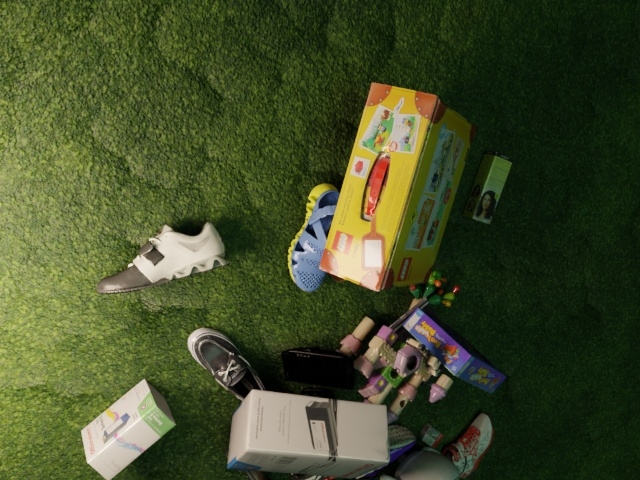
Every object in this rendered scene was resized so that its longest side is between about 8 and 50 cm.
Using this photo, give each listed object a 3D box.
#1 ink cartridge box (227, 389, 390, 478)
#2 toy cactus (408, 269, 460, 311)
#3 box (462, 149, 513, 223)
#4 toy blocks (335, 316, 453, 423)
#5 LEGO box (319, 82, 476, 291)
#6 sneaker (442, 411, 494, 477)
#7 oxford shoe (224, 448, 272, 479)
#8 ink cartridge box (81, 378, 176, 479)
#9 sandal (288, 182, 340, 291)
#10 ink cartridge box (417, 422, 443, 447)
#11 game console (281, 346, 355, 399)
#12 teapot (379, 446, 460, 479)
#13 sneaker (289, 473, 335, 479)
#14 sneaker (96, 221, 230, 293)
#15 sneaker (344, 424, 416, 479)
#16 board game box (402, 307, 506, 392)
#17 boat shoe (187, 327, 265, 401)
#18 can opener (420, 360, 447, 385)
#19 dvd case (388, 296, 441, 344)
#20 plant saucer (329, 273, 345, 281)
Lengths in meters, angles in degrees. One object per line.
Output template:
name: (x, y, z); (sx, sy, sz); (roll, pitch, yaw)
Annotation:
ink cartridge box: (-0.039, 0.558, 1.630); (0.395, 0.285, 0.166); (11, 57, -15)
toy cactus: (0.357, 0.184, 1.907); (0.219, 0.112, 0.180); (22, 104, -39)
box: (0.558, -0.177, 1.922); (0.087, 0.058, 0.232); (13, 97, -30)
toy blocks: (0.204, 0.439, 1.769); (0.260, 0.309, 0.288); (-50, 120, -14)
LEGO box: (0.226, -0.131, 1.594); (0.372, 0.193, 0.499); (3, 105, -61)
sneaker: (0.553, 0.775, 2.176); (0.145, 0.090, 0.270); (15, 100, -32)
oxford shoe: (-0.192, 0.697, 1.772); (0.096, 0.083, 0.227); (-41, 120, -17)
ink cartridge box: (-0.504, 0.491, 1.506); (0.212, 0.154, 0.093); (-40, 119, -11)
sandal: (0.000, 0.000, 1.639); (0.126, 0.138, 0.317); (7, 103, -31)
ink cartridge box: (0.416, 0.728, 2.126); (0.115, 0.029, 0.063); (42, 83, -30)
game console: (0.004, 0.469, 1.766); (0.213, 0.044, 0.361); (4, 123, 16)
teapot: (0.347, 0.819, 1.995); (0.252, 0.187, 0.256); (-40, 148, -14)
sneaker: (0.012, 0.705, 1.842); (0.276, 0.097, 0.135); (-41, 103, 13)
sneaker: (-0.409, 0.040, 1.462); (0.331, 0.122, 0.146); (-18, 94, -21)
sneaker: (0.194, 0.747, 1.985); (0.294, 0.102, 0.146); (-15, 118, -20)
board game box: (0.436, 0.357, 1.849); (0.078, 0.233, 0.347); (-50, 140, 5)
boat shoe: (-0.255, 0.366, 1.629); (0.108, 0.102, 0.301); (-41, 119, -12)
can opener: (0.412, 0.451, 2.027); (0.186, 0.059, 0.073); (-25, 114, -19)
dvd case: (0.319, 0.295, 1.910); (0.164, 0.018, 0.221); (-40, 137, -2)
plant saucer: (0.063, 0.085, 1.765); (0.084, 0.013, 0.083); (-7, 107, -25)
